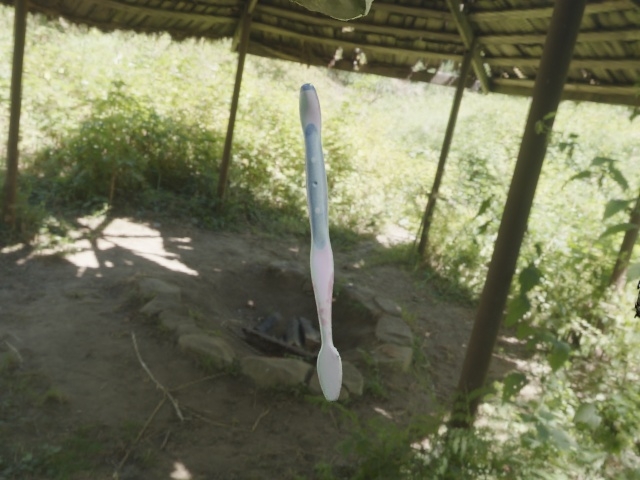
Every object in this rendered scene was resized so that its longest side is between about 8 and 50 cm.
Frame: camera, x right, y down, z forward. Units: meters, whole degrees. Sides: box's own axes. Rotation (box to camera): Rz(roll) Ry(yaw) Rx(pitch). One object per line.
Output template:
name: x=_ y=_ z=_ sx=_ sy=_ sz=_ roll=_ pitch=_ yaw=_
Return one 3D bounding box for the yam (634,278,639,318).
yam: x=0.523 y=0.077 z=0.654 sx=0.131 sy=0.131 sz=0.279 roll=3 pitch=9 yaw=-37

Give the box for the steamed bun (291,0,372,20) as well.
steamed bun: x=-0.029 y=-0.300 z=0.515 sx=0.155 sy=0.141 sz=0.172 roll=5 pitch=-25 yaw=20

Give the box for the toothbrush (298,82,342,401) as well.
toothbrush: x=0.000 y=0.000 z=0.473 sx=0.021 sy=0.269 sz=0.027 roll=-4 pitch=-3 yaw=-2
